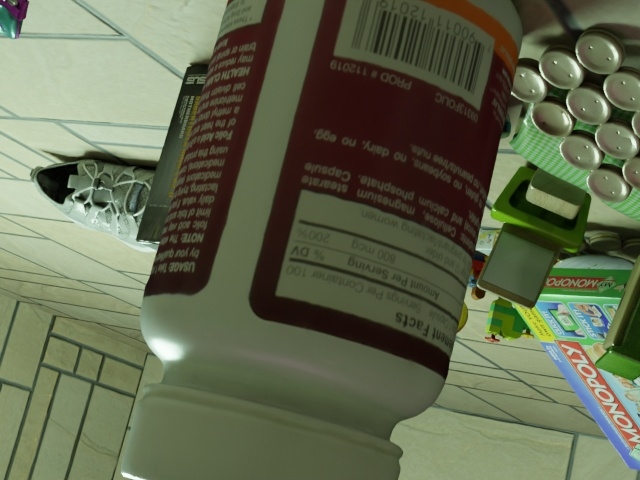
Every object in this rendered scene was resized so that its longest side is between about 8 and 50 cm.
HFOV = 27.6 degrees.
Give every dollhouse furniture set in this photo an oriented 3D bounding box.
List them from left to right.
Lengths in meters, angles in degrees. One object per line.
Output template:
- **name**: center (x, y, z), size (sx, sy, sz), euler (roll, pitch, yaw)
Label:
- **dollhouse furniture set**: center (0.237, -0.002, 1.147), size (0.197, 0.151, 0.301), euler (24, 169, 9)

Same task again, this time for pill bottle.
- **pill bottle**: center (0.000, 0.000, 0.937), size (0.224, 0.392, 0.224), euler (14, 168, 3)

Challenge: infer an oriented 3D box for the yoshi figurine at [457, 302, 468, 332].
- **yoshi figurine**: center (0.088, 0.083, 1.790), size (0.203, 0.203, 0.362), euler (-6, 171, -13)

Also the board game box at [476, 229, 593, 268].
- **board game box**: center (0.278, 0.023, 1.589), size (0.154, 0.026, 0.103), euler (24, 165, -38)

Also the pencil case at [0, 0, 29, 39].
- **pencil case**: center (-0.311, -0.222, 1.073), size (0.152, 0.064, 0.070), euler (19, -177, -24)

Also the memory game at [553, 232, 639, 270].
- **memory game**: center (0.320, 0.030, 1.515), size (0.186, 0.012, 0.186), euler (4, 157, 2)

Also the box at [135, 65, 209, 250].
- **box**: center (-0.069, -0.047, 1.306), size (0.056, 0.183, 0.231), euler (5, 164, 37)

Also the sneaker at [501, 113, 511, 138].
- **sneaker**: center (0.128, -0.092, 1.156), size (0.083, 0.071, 0.190), euler (5, 166, 13)

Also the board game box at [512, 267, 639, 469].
- **board game box**: center (0.370, 0.155, 1.464), size (0.213, 0.046, 0.317), euler (-1, 134, 51)

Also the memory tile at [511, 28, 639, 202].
- **memory tile**: center (0.218, -0.093, 0.999), size (0.148, 0.012, 0.113), euler (47, 144, -17)

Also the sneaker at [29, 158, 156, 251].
- **sneaker**: center (-0.276, -0.052, 1.699), size (0.281, 0.105, 0.115), euler (3, 164, 43)

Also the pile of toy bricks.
- **pile of toy bricks**: center (0.248, 0.087, 1.722), size (0.212, 0.105, 0.118), euler (16, 168, -9)
